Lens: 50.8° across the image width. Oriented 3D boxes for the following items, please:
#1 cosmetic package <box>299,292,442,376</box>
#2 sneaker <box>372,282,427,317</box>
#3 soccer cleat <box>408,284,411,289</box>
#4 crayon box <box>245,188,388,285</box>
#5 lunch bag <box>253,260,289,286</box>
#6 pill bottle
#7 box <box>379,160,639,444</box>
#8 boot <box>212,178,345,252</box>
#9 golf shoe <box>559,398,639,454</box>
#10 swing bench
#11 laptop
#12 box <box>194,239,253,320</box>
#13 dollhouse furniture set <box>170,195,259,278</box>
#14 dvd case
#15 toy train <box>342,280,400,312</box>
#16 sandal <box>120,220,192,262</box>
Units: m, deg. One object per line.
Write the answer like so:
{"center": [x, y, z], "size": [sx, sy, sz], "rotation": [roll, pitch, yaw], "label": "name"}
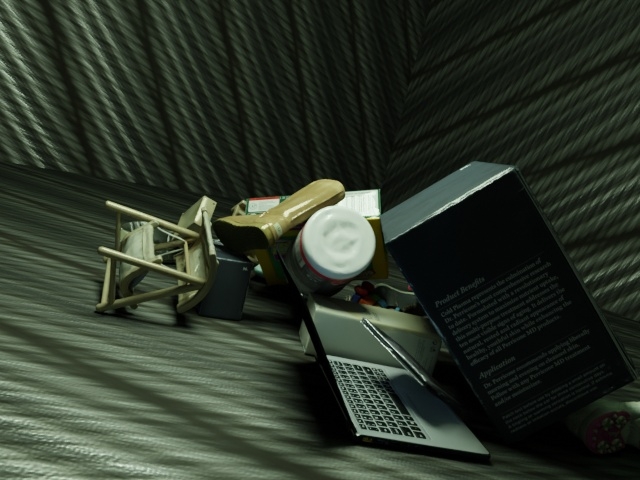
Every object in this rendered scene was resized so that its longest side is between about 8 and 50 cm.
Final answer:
{"center": [0.115, 0.225, 1.606], "size": [0.309, 0.113, 0.160], "rotation": [14, 8, -10], "label": "cosmetic package"}
{"center": [0.263, 0.217, 2.085], "size": [0.222, 0.083, 0.118], "rotation": [18, 25, -22], "label": "sneaker"}
{"center": [0.433, 0.199, 2.471], "size": [0.095, 0.083, 0.248], "rotation": [-26, 35, -29], "label": "soccer cleat"}
{"center": [0.000, 0.000, 1.887], "size": [0.363, 0.106, 0.313], "rotation": [-3, -33, 8], "label": "crayon box"}
{"center": [-0.144, 0.051, 2.166], "size": [0.223, 0.160, 0.262], "rotation": [21, 24, 13], "label": "lunch bag"}
{"center": [0.007, 0.047, 1.676], "size": [0.176, 0.176, 0.318], "rotation": [13, -20, -11], "label": "pill bottle"}
{"center": [0.372, 0.097, 1.480], "size": [0.297, 0.472, 0.480], "rotation": [-29, 5, 7], "label": "box"}
{"center": [-0.104, -0.066, 1.691], "size": [0.236, 0.089, 0.269], "rotation": [9, 34, 44], "label": "boot"}
{"center": [0.645, 0.386, 1.458], "size": [0.306, 0.115, 0.140], "rotation": [11, 6, -29], "label": "golf shoe"}
{"center": [-0.375, 0.038, 1.552], "size": [0.254, 0.165, 0.253], "rotation": [3, 25, -15], "label": "swing bench"}
{"center": [0.101, 0.203, 1.307], "size": [0.408, 0.236, 0.382], "rotation": [12, 9, -12], "label": "laptop"}
{"center": [-0.259, 0.093, 1.697], "size": [0.108, 0.153, 0.207], "rotation": [10, 9, -23], "label": "box"}
{"center": [-0.296, -0.008, 2.022], "size": [0.242, 0.212, 0.161], "rotation": [31, -36, -23], "label": "dollhouse furniture set"}
{"center": [0.184, 0.251, 1.369], "size": [0.164, 0.018, 0.221], "rotation": [41, 2, -42], "label": "dvd case"}
{"center": [0.136, 0.202, 1.876], "size": [0.143, 0.105, 0.248], "rotation": [30, 12, 12], "label": "toy train"}
{"center": [-0.473, 0.020, 2.044], "size": [0.302, 0.120, 0.086], "rotation": [10, -19, -35], "label": "sandal"}
